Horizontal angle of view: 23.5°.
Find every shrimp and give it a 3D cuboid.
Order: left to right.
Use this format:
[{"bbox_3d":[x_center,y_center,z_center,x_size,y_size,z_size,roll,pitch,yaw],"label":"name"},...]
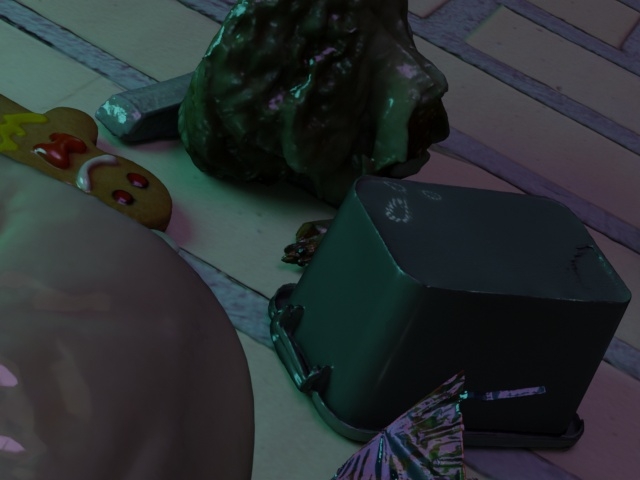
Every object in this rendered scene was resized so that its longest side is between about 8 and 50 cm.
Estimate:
[{"bbox_3d":[0.000,0.000,1.242,0.108,0.023,0.059,-8,33,-43],"label":"shrimp"}]

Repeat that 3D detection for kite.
[{"bbox_3d":[0.080,0.161,0.993,0.160,0.010,0.183,1,55,-2],"label":"kite"}]

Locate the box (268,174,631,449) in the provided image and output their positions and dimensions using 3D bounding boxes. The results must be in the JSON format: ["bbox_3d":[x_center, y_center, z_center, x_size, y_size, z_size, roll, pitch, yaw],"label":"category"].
[{"bbox_3d":[0.100,0.049,1.119,0.243,0.135,0.163,7,35,-28],"label":"box"}]

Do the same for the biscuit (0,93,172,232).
[{"bbox_3d":[-0.226,-0.072,1.180,0.250,0.036,0.165,26,31,3],"label":"biscuit"}]

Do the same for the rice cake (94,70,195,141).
[{"bbox_3d":[-0.119,-0.125,1.343,0.047,0.036,0.206,23,28,23],"label":"rice cake"}]

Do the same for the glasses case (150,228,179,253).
[{"bbox_3d":[-0.136,0.012,1.121,0.032,0.021,0.083,34,31,19],"label":"glasses case"}]

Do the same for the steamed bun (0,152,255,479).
[{"bbox_3d":[-0.274,0.141,0.550,0.455,0.290,0.371,15,35,6],"label":"steamed bun"}]

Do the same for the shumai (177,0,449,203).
[{"bbox_3d":[0.014,-0.136,1.283,0.218,0.189,0.256,39,67,-9],"label":"shumai"}]
